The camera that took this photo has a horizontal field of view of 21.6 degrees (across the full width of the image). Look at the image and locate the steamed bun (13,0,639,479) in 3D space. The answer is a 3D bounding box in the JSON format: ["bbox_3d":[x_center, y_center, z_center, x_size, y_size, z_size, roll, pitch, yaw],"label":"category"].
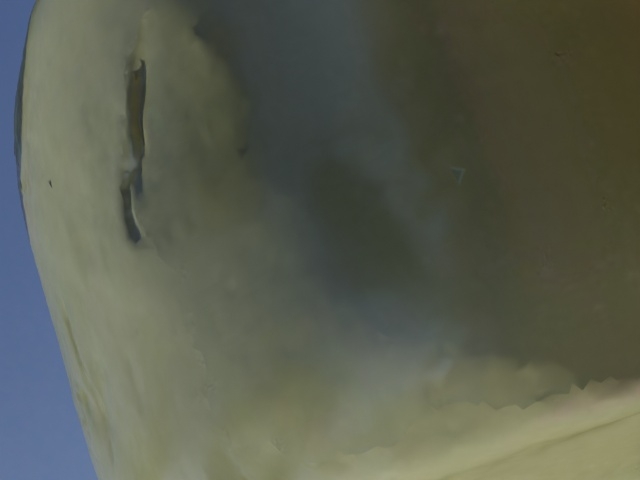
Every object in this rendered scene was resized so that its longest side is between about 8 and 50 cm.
[{"bbox_3d":[0.000,0.000,0.851,0.371,0.289,0.456,65,157,16],"label":"steamed bun"}]
